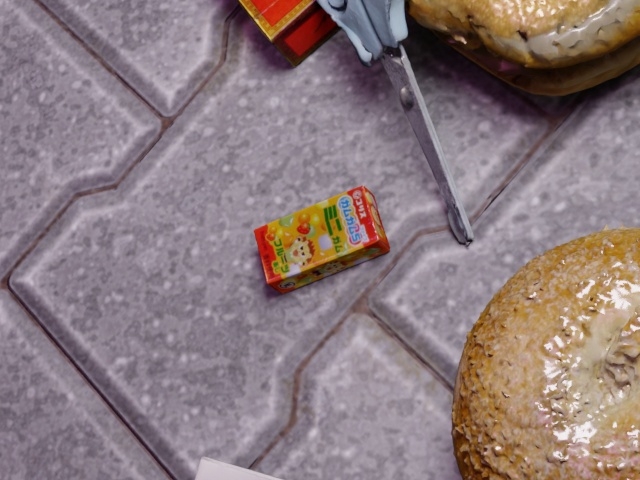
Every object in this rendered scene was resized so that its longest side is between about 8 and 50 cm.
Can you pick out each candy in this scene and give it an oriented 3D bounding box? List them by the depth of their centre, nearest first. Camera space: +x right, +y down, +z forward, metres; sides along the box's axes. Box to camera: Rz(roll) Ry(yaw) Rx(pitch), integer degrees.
[{"bbox_3d":[0.000,0.000,1.154,0.122,0.038,0.062,-22,68,15],"label":"candy"}]

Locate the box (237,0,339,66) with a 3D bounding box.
[{"bbox_3d":[-0.044,-0.318,1.253,0.153,0.074,0.239,-38,63,4],"label":"box"}]

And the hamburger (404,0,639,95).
[{"bbox_3d":[0.207,-0.286,1.075,0.319,0.158,0.318,-4,82,28],"label":"hamburger"}]

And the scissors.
[{"bbox_3d":[0.067,-0.159,1.096,0.029,0.191,0.360,-23,95,-24],"label":"scissors"}]

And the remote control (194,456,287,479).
[{"bbox_3d":[0.006,0.276,1.061,0.277,0.055,0.102,11,79,26],"label":"remote control"}]

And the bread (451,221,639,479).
[{"bbox_3d":[0.242,0.125,0.949,0.306,0.159,0.305,-7,72,22],"label":"bread"}]
